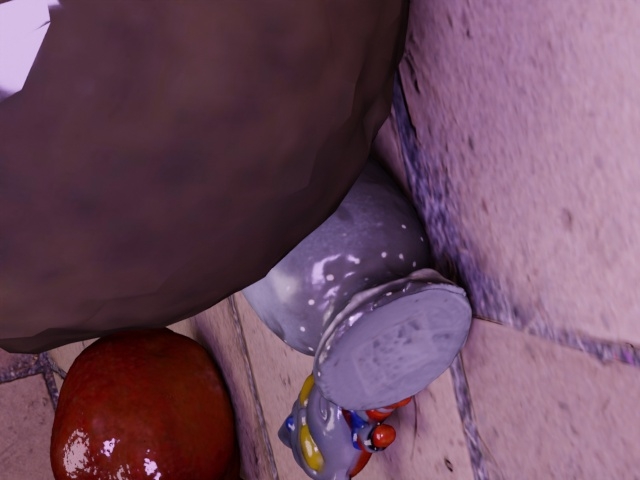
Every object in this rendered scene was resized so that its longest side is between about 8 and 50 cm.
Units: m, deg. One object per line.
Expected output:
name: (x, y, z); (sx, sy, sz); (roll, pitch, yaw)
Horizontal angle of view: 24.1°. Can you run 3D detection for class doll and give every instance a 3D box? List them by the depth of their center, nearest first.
doll: (0.016, 0.120, 1.019); (0.104, 0.062, 0.195); (68, 155, 16)

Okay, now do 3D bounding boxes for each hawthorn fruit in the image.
hawthorn fruit: (-0.167, 0.170, 1.469); (0.189, 0.189, 0.251); (124, 147, -67)

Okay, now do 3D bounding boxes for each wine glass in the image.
wine glass: (0.000, 0.000, 0.876); (0.204, 0.111, 0.111); (53, 153, 40)

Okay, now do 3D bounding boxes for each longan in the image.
longan: (-0.136, -0.145, 0.720); (0.391, 0.391, 0.391); (164, 90, -73)
